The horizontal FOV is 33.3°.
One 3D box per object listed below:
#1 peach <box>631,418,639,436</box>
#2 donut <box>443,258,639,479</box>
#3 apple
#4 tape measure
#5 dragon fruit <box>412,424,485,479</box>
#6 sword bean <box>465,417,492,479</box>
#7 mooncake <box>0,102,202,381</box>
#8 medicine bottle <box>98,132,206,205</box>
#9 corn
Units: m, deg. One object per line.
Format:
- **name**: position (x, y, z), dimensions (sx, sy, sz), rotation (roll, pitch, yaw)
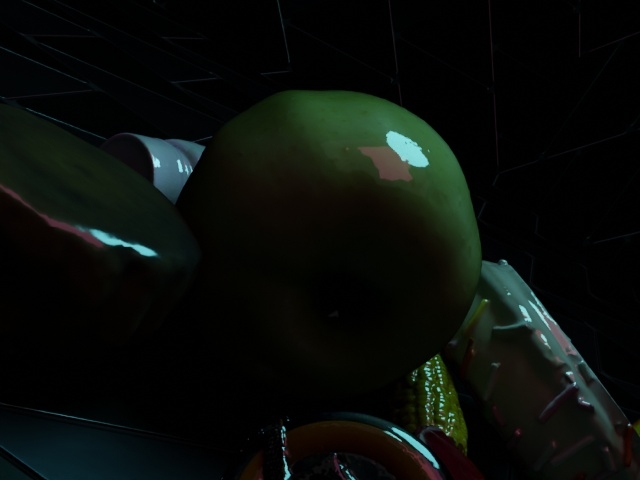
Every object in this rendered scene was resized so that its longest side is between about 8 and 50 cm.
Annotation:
- **peach**: position (0.510, 0.329, 1.516), dimensions (0.190, 0.190, 0.192), rotation (39, 15, 22)
- **donut**: position (0.277, 0.198, 1.370), dimensions (0.383, 0.142, 0.382), rotation (54, 4, -6)
- **apple**: position (0.000, 0.000, 1.204), dimensions (0.357, 0.357, 0.357), rotation (30, 15, -9)
- **tape measure**: position (0.016, 0.234, 0.801), dimensions (0.202, 0.135, 0.223), rotation (-31, 59, -25)
- **dragon fruit**: position (0.096, 0.271, 0.973), dimensions (0.162, 0.189, 0.261), rotation (5, 13, 16)
- **sword bean**: position (0.187, 0.281, 1.294), dimensions (0.043, 0.038, 0.269), rotation (57, 14, -7)
- **mooncake**: position (-0.262, 0.002, 1.016), dimensions (0.290, 0.161, 0.290), rotation (31, 14, -9)
- **medicine bottle**: position (-0.169, -0.051, 1.383), dimensions (0.152, 0.152, 0.254), rotation (43, 17, 33)
- **corn**: position (0.098, 0.168, 1.317), dimensions (0.120, 0.120, 0.363), rotation (27, 21, -22)
